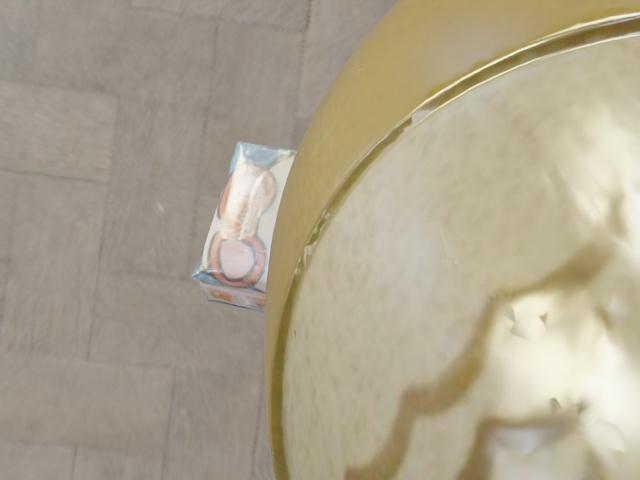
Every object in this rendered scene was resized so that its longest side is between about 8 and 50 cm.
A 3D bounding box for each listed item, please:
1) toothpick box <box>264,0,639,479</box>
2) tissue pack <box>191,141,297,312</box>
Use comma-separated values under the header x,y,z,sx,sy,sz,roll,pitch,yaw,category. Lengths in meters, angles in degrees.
x,y,z,sx,sy,sz,roll,pitch,yaw,category
0.182,0.052,0.547,0.409,0.425,0.409,-11,135,-11,toothpick box
0.000,0.000,0.915,0.155,0.065,0.115,11,67,14,tissue pack
